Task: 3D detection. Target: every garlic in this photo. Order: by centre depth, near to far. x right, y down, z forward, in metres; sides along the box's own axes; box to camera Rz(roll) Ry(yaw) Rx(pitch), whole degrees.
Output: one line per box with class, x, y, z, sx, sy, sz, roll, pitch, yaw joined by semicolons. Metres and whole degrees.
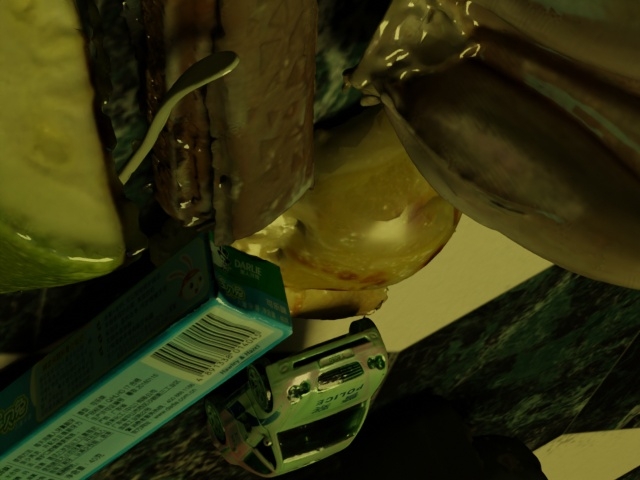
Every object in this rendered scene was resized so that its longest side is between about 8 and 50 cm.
garlic;0.153;-0.105;0.712;0.210;0.292;0.237;57;52;-69

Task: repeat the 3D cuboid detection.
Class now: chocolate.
chocolate;-0.039;-0.106;0.690;0.102;0.065;0.329;-22;150;-16

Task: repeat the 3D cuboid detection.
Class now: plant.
plant;0.081;0.230;1.303;0.256;0.142;0.164;-1;141;-28

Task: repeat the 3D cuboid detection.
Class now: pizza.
pizza;0.008;-0.005;0.893;0.204;0.080;0.188;0;140;-43

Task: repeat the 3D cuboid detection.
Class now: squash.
squash;-0.177;-0.053;0.688;0.093;0.169;0.252;-14;-178;-26

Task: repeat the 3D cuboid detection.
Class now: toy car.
toy car;-0.016;0.118;1.036;0.090;0.076;0.224;-18;170;-20

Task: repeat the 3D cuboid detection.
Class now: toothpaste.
toothpaste;-0.131;0.090;0.884;0.267;0.050;0.065;-37;138;29

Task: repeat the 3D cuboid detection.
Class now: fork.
fork;-0.092;-0.034;0.730;0.219;0.028;0.034;-39;-166;47
